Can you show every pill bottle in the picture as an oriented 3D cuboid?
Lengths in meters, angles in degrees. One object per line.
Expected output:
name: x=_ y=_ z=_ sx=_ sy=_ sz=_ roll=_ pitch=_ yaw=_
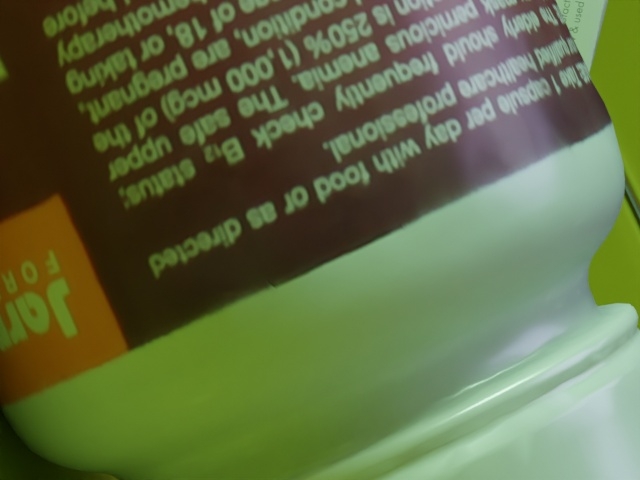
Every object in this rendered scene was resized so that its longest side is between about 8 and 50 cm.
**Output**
pill bottle: x=-0.037 y=-0.061 z=0.639 sx=0.224 sy=0.224 sz=0.392 roll=-24 pitch=90 yaw=-84

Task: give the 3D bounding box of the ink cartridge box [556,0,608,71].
ink cartridge box: x=-0.034 y=-0.168 z=1.023 sx=0.207 sy=0.353 sz=0.119 roll=-91 pitch=-167 yaw=-73
